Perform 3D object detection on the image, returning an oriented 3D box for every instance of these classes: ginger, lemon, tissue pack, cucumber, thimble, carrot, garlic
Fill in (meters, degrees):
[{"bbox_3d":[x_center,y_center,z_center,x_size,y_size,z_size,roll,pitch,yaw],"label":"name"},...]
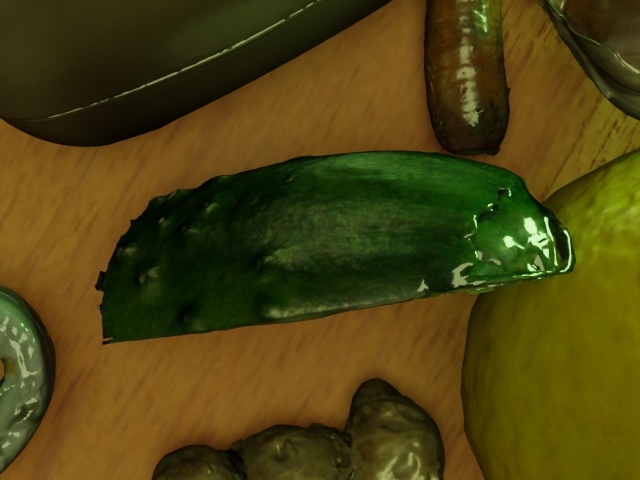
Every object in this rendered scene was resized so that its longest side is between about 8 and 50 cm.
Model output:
[{"bbox_3d":[-0.015,0.162,1.249,0.204,0.080,0.104,-15,68,-2],"label":"ginger"},{"bbox_3d":[0.261,0.089,1.127,0.348,0.348,0.347,0,92,0],"label":"lemon"},{"bbox_3d":[-0.082,-0.243,1.120,0.387,0.277,0.267,-29,77,2],"label":"tissue pack"},{"bbox_3d":[-0.002,-0.002,1.120,0.145,0.325,0.105,-9,92,-45],"label":"cucumber"},{"bbox_3d":[-0.250,0.101,1.226,0.151,0.118,0.127,-42,94,-1],"label":"thimble"},{"bbox_3d":[0.098,-0.150,1.251,0.060,0.060,0.186,-3,87,0],"label":"carrot"},{"bbox_3d":[0.213,-0.204,1.141,0.207,0.207,0.256,16,83,-1],"label":"garlic"}]
